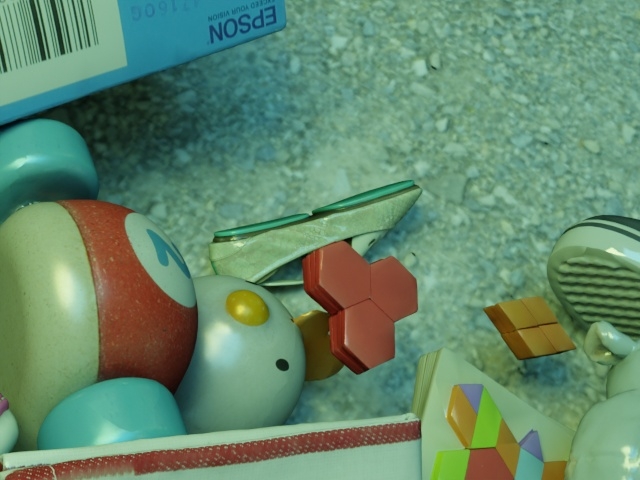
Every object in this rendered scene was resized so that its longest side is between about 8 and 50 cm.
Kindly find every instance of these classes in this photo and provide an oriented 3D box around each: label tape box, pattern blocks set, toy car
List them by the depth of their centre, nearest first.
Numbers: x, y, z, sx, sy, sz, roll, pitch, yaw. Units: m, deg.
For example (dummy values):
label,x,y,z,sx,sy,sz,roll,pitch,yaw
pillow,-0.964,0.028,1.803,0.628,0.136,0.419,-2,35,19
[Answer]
label,x,y,z,sx,sy,sz,roll,pitch,yaw
toy car,-0.082,0.064,0.683,0.238,0.210,0.219,-4,51,-31
pattern blocks set,0.117,0.158,0.706,0.325,0.026,0.285,21,59,-31
label tape box,-0.228,-0.178,0.761,0.249,0.115,0.347,-26,29,-34

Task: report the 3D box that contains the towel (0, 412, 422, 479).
label,x,y,z,sx,sy,sz,roll,pitch,yaw
towel,-0.045,0.255,0.539,0.237,0.037,0.329,0,93,-35

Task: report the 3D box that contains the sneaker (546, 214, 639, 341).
label,x,y,z,sx,sy,sz,roll,pitch,yaw
sneaker,0.314,0.055,0.832,0.321,0.126,0.127,33,63,-10

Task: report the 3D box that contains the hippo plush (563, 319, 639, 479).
label,x,y,z,sx,sy,sz,roll,pitch,yaw
hippo plush,0.251,0.093,0.655,0.294,0.236,0.234,-53,125,-33

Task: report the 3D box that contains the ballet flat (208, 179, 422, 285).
label,x,y,z,sx,sy,sz,roll,pitch,yaw
ballet flat,0.000,0.000,0.822,0.168,0.057,0.052,-16,96,-19

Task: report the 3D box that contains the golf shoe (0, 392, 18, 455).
label,x,y,z,sx,sy,sz,roll,pitch,yaw
golf shoe,-0.228,0.212,0.564,0.140,0.115,0.306,37,92,-6
